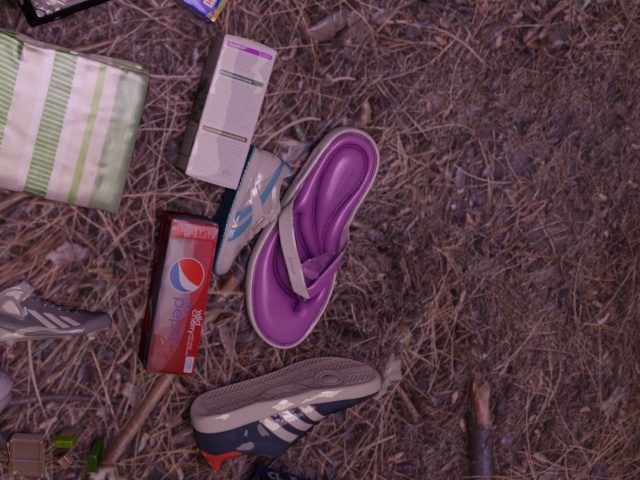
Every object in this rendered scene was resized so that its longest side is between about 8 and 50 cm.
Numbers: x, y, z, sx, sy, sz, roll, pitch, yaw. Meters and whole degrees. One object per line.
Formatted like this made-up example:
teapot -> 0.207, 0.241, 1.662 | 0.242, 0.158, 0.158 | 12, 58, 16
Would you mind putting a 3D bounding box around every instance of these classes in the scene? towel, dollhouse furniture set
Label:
towel -> -0.449, -0.195, 1.438 | 0.325, 0.038, 0.247 | 12, 97, -24
dollhouse furniture set -> -0.447, 0.356, 1.554 | 0.152, 0.058, 0.076 | 3, 108, -2

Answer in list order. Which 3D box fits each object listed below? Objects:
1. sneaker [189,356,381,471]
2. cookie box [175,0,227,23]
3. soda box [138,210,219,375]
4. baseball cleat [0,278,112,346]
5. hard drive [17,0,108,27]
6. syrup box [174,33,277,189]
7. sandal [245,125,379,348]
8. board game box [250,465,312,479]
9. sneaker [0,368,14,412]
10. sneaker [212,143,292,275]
sneaker -> -0.056, 0.317, 1.648 | 0.350, 0.131, 0.148 | -11, 113, -13
cookie box -> -0.197, -0.418, 1.484 | 0.107, 0.040, 0.091 | 31, 88, -24
soda box -> -0.239, 0.087, 1.540 | 0.084, 0.092, 0.263 | 8, 98, -21
baseball cleat -> -0.442, 0.113, 1.482 | 0.206, 0.072, 0.109 | -6, 96, -23
hard drive -> -0.320, -0.481, 1.352 | 0.339, 0.064, 0.236 | -28, 99, -28
syrup box -> -0.157, -0.213, 1.511 | 0.096, 0.093, 0.236 | 16, 94, -22
sandal -> -0.014, -0.004, 1.602 | 0.169, 0.102, 0.416 | 18, 94, -23
board game box -> -0.041, 0.518, 1.701 | 0.243, 0.042, 0.165 | 23, 111, -24
sneaker -> -0.563, 0.383, 1.459 | 0.210, 0.137, 0.366 | 40, 90, -23
sneaker -> -0.123, -0.043, 1.563 | 0.092, 0.087, 0.228 | 21, 95, -25
